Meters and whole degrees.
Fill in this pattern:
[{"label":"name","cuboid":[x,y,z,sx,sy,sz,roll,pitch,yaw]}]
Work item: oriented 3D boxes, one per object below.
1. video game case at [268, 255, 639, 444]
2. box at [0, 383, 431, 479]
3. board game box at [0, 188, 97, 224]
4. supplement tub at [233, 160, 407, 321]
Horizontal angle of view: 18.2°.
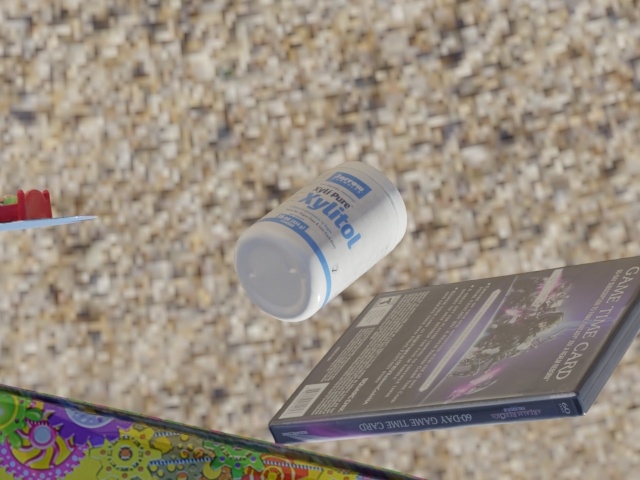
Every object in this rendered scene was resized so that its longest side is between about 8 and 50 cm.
[{"label":"video game case","cuboid":[0.115,0.083,1.528,0.274,0.196,0.026,-9,115,36]},{"label":"box","cuboid":[-0.042,0.177,0.801,0.290,0.177,0.279,12,169,8]},{"label":"board game box","cuboid":[-0.247,-0.023,1.453,0.168,0.033,0.133,-6,179,-26]},{"label":"supplement tub","cuboid":[0.000,0.000,1.310,0.071,0.107,0.071,22,130,28]}]
